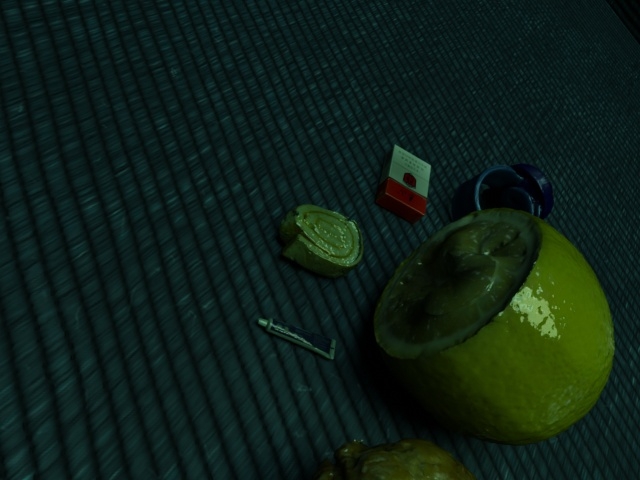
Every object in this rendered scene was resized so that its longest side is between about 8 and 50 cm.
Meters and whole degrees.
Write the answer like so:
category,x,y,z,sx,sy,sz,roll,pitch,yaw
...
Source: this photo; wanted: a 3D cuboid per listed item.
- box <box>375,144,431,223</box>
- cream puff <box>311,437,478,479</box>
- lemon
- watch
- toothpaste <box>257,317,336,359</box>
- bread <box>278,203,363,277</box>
category,x,y,z,sx,sy,sz,roll,pitch,yaw
box,0.178,-0.121,1.126,0.100,0.048,0.152,26,49,-13
cream puff,0.089,0.404,0.609,0.343,0.231,0.327,51,26,-42
lemon,0.287,0.152,0.843,0.364,0.364,0.364,15,54,-23
watch,0.396,-0.065,1.164,0.200,0.171,0.196,-21,75,-23
toothpaste,-0.037,0.151,0.839,0.140,0.021,0.037,25,50,-18
bread,0.000,0.000,0.929,0.156,0.064,0.117,24,47,-16
